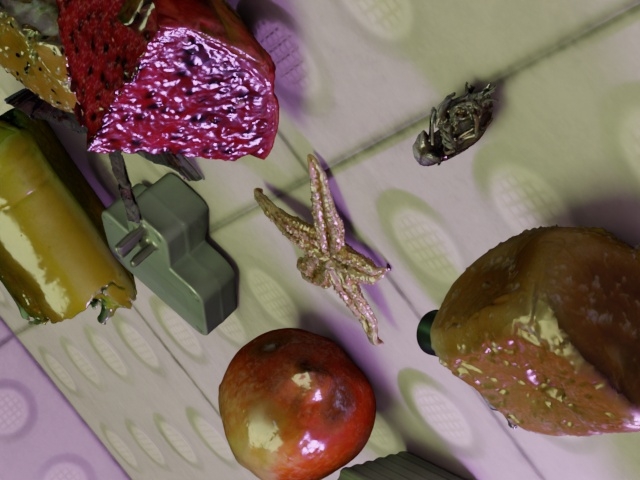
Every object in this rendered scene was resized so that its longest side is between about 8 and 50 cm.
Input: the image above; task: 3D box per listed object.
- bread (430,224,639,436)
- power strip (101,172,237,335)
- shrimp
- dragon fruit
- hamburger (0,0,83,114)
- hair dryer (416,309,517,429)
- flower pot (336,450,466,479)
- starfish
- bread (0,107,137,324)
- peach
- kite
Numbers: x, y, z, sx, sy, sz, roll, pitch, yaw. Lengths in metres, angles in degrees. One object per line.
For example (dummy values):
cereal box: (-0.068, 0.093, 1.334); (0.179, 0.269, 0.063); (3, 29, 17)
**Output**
bread: (0.238, 0.079, 1.400); (0.195, 0.176, 0.246); (42, 156, -12)
power strip: (-0.249, 0.022, 2.227); (0.229, 0.141, 0.261); (41, 158, 18)
shrimp: (0.137, -0.118, 1.417); (0.165, 0.065, 0.057); (116, 135, -65)
dragon fruit: (-0.222, -0.239, 1.649); (0.330, 0.240, 0.302); (46, 160, 24)
hamburger: (-0.344, -0.284, 1.887); (0.288, 0.167, 0.192); (33, 151, 31)
hair dryer: (0.202, 0.166, 1.763); (0.100, 0.057, 0.198); (14, 147, 54)
flower pot: (0.130, 0.438, 2.083); (0.189, 0.209, 0.239); (20, 144, 49)
starfish: (-0.005, 0.003, 1.872); (0.231, 0.048, 0.295); (23, 144, 46)
bread: (-0.474, -0.036, 2.395); (0.377, 0.208, 0.251); (62, -178, -20)
peach: (-0.035, 0.231, 2.061); (0.232, 0.232, 0.257); (43, 146, 16)
kite: (-0.294, -0.145, 1.985); (0.011, 0.335, 0.314); (-43, 47, 30)
